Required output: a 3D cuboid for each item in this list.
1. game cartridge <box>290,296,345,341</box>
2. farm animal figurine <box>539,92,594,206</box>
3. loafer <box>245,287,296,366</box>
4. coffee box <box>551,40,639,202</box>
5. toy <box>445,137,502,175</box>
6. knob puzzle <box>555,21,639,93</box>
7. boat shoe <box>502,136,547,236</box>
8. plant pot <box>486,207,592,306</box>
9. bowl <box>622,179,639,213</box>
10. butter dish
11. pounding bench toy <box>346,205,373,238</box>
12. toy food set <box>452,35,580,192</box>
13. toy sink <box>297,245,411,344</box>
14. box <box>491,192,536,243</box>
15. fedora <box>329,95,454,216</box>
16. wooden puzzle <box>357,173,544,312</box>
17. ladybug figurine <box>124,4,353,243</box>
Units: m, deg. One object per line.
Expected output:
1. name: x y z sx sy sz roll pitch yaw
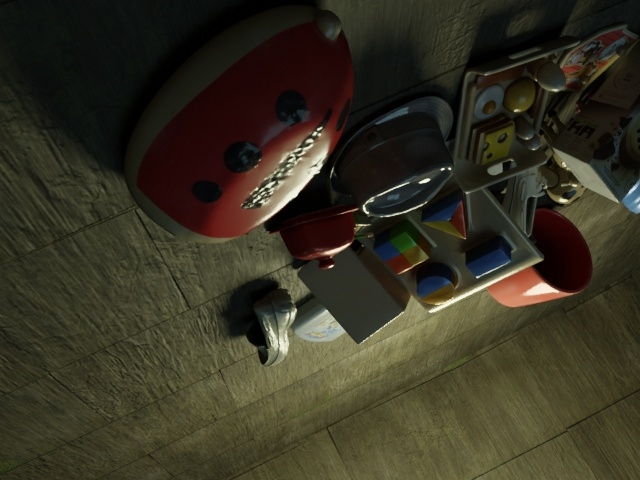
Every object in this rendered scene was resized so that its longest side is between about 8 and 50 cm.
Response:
1. game cartridge: 0.030 0.213 2.152 0.198 0.062 0.297 -39 155 12
2. farm animal figurine: 0.646 -0.196 1.849 0.330 0.172 0.327 -16 154 -27
3. loafer: -0.139 0.229 1.931 0.111 0.112 0.319 -14 146 -20
4. coffee box: 0.666 -0.255 1.642 0.168 0.119 0.297 36 94 -37
5. toy: 0.323 -0.184 1.659 0.137 0.056 0.237 -25 152 1
6. knob puzzle: 0.560 -0.370 1.575 0.213 0.030 0.213 -24 157 -11
7. boat shoe: 0.493 -0.131 1.801 0.095 0.084 0.258 -29 133 -44
8. plant pot: 0.640 0.072 2.317 0.275 0.275 0.243 -13 164 -32
9. bowl: 0.857 -0.252 1.882 0.391 0.077 0.391 -55 169 -16
10. butter dish: 0.000 0.000 1.550 0.160 0.118 0.160 -15 179 -29
11. pounding bench toy: 0.072 -0.024 1.666 0.052 0.083 0.065 -4 146 -45
12. toy food set: 0.384 -0.240 1.494 0.220 0.092 0.306 -22 140 -17
13. toy sink: 0.084 0.104 1.852 0.153 0.234 0.131 -40 -176 23
14. box: 0.395 -0.020 1.935 0.270 0.165 0.143 -1 146 -47
15. fedora: 0.155 -0.137 1.453 0.275 0.124 0.243 -26 153 3
16. wooden puzzle: 0.287 0.022 1.737 0.322 0.080 0.348 -31 121 30
17. ladybug figurine: -0.106 -0.145 1.115 0.305 0.162 0.449 -4 146 -44
